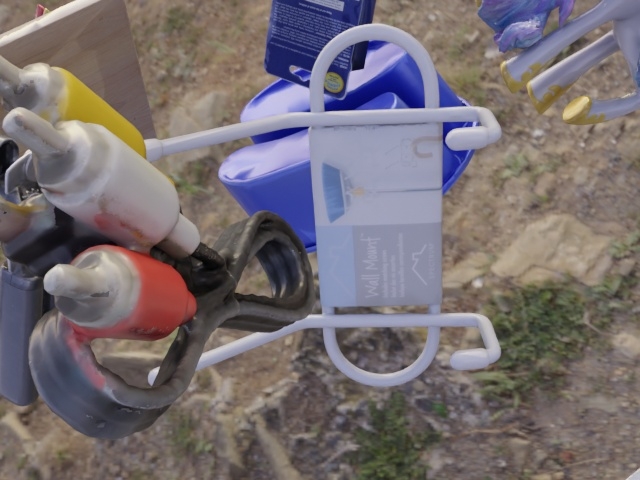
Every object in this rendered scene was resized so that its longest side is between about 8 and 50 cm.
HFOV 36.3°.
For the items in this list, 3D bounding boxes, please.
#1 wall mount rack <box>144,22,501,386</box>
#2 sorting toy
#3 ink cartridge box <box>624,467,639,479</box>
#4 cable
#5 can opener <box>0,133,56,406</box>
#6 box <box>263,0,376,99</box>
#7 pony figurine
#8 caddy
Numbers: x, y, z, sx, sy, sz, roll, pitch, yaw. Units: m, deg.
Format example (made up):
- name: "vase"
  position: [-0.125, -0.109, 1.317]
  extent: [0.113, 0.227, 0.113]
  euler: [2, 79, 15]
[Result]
- name: "wall mount rack"
  position: [0.000, 0.000, 0.843]
  extent: [0.304, 0.130, 0.350]
  euler: [-2, 111, 4]
- name: "sorting toy"
  position: [-0.346, -0.159, 1.192]
  extent: [0.257, 0.255, 0.089]
  euler: [-33, 52, -25]
- name: "ink cartridge box"
  position: [0.405, 0.463, 1.057]
  extent: [0.308, 0.091, 0.385]
  euler: [-41, 46, 4]
- name: "cable"
  position: [-0.048, 0.016, 0.442]
  extent: [0.072, 0.287, 0.139]
  euler: [-30, 68, 19]
- name: "can opener"
  position: [-0.300, 0.028, 0.964]
  extent: [0.095, 0.076, 0.283]
  euler: [23, 121, 19]
- name: "box"
  position: [0.004, -0.298, 1.192]
  extent: [0.136, 0.036, 0.225]
  euler: [25, 116, 29]
- name: "pony figurine"
  position: [0.380, -0.303, 1.170]
  extent: [0.363, 0.351, 0.303]
  euler: [-21, 45, 24]
- name: "caddy"
  position: [0.037, -0.110, 1.266]
  extent: [0.341, 0.179, 0.241]
  euler: [-17, 41, 33]
